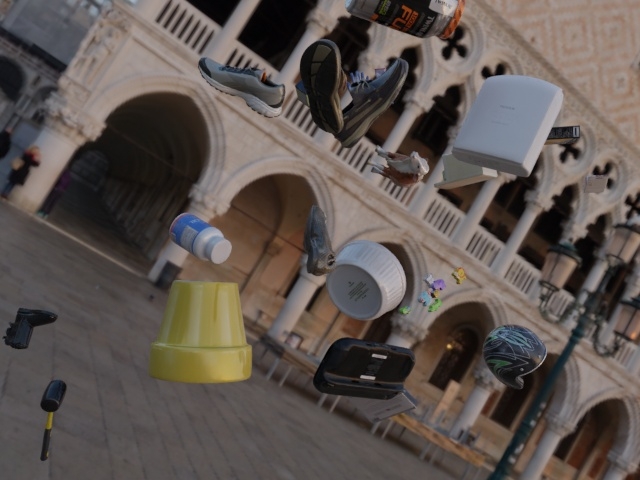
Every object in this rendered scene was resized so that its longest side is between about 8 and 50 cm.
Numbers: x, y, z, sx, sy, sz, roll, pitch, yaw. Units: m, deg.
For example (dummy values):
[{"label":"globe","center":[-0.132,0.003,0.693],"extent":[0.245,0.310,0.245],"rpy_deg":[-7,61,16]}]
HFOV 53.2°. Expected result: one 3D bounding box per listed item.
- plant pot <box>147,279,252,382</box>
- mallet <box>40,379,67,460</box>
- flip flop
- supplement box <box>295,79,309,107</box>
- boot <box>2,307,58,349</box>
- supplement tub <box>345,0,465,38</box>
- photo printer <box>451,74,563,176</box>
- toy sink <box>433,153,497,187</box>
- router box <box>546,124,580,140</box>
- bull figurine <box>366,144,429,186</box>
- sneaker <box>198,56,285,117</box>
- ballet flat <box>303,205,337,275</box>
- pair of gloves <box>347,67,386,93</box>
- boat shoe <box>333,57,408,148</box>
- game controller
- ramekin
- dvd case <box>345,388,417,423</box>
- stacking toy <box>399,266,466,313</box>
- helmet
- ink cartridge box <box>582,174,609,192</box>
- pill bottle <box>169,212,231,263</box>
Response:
[{"label":"plant pot","center":[-0.295,0.221,1.603],"extent":[0.254,0.238,0.254],"rpy_deg":[3,-3,0]},{"label":"mallet","center":[-0.539,0.359,1.277],"extent":[0.039,0.189,0.062],"rpy_deg":[14,32,-12]},{"label":"flip flop","center":[0.022,-0.376,1.555],"extent":[0.112,0.080,0.277],"rpy_deg":[28,-27,26]},{"label":"supplement box","center":[-0.036,-0.528,2.238],"extent":[0.056,0.083,0.083],"rpy_deg":[41,-14,21]},{"label":"boot","center":[-0.728,0.223,1.603],"extent":[0.121,0.099,0.045],"rpy_deg":[4,-29,13]},{"label":"supplement tub","center":[0.245,-0.706,1.850],"extent":[0.316,0.193,0.193],"rpy_deg":[14,-2,-13]},{"label":"photo printer","center":[0.575,-0.363,1.947],"extent":[0.256,0.307,0.107],"rpy_deg":[22,-12,34]},{"label":"toy sink","center":[0.607,-0.311,2.726],"extent":[0.234,0.131,0.153],"rpy_deg":[-13,-8,37]},{"label":"router box","center":[0.795,-0.353,2.159],"extent":[0.133,0.046,0.179],"rpy_deg":[-1,2,16]},{"label":"bull figurine","center":[0.259,-0.238,2.098],"extent":[0.188,0.101,0.310],"rpy_deg":[26,-3,8]},{"label":"sneaker","center":[-0.216,-0.453,1.800],"extent":[0.272,0.108,0.100],"rpy_deg":[28,31,4]},{"label":"ballet flat","center":[0.000,0.000,1.358],"extent":[0.058,0.084,0.250],"rpy_deg":[10,26,-9]},{"label":"pair of gloves","center":[0.205,-0.600,2.534],"extent":[0.198,0.159,0.023],"rpy_deg":[-11,4,-9]},{"label":"boat shoe","center":[0.155,-0.477,2.164],"extent":[0.130,0.355,0.132],"rpy_deg":[34,17,-16]},{"label":"game controller","center":[0.127,0.352,1.744],"extent":[0.319,0.166,0.067],"rpy_deg":[17,8,-38]},{"label":"ramekin","center":[0.140,0.143,2.141],"extent":[0.273,0.272,0.127],"rpy_deg":[29,37,19]},{"label":"dvd case","center":[0.149,0.444,1.917],"extent":[0.179,0.029,0.238],"rpy_deg":[-31,-69,35]},{"label":"stacking toy","center":[0.387,0.178,2.229],"extent":[0.052,0.221,0.167],"rpy_deg":[56,-32,-10]},{"label":"helmet","center":[0.532,0.310,1.757],"extent":[0.169,0.169,0.161],"rpy_deg":[27,-29,35]},{"label":"ink cartridge box","center":[0.882,-0.189,2.049],"extent":[0.063,0.029,0.115],"rpy_deg":[-1,-23,14]},{"label":"pill bottle","center":[-0.418,-0.003,2.246],"extent":[0.222,0.124,0.124],"rpy_deg":[28,-6,33]}]
